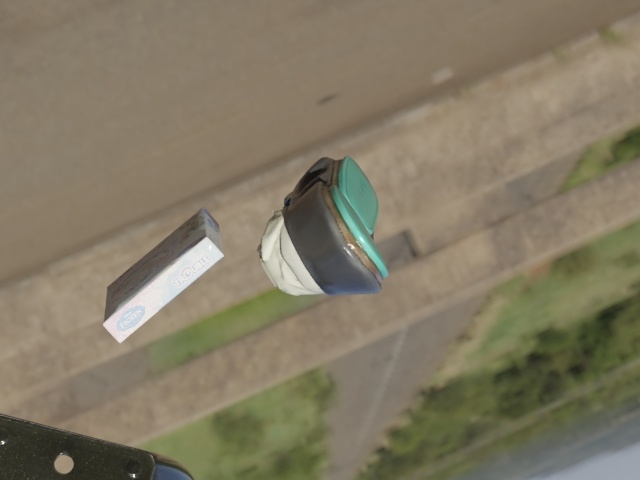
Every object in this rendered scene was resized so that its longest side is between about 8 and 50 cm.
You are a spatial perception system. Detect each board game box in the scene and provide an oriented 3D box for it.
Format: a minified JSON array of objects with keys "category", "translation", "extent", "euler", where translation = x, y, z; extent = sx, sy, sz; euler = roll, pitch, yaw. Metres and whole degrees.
[{"category":"board game box","translation":[-0.106,0.022,1.081],"extent":[0.090,0.020,0.090],"euler":[-40,-167,5]}]

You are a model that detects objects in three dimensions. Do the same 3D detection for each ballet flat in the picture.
[{"category":"ballet flat","translation":[0.000,0.000,0.930],"extent":[0.074,0.074,0.203],"euler":[-25,-168,6]}]

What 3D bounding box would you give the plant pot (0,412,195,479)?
[{"category":"plant pot","translation":[-0.201,0.222,1.195],"extent":[0.188,0.187,0.167],"euler":[14,156,0]}]
